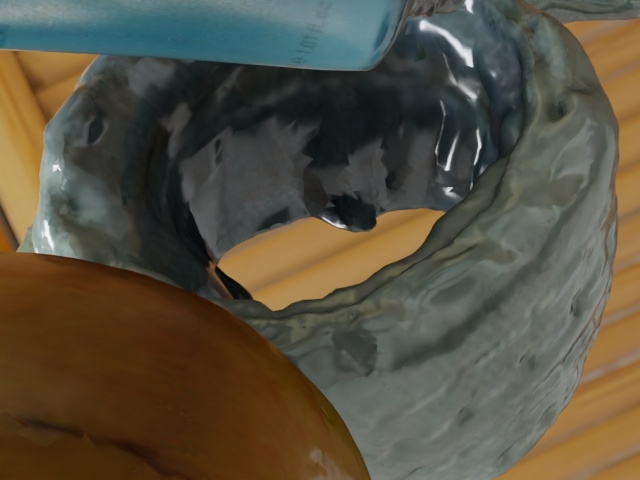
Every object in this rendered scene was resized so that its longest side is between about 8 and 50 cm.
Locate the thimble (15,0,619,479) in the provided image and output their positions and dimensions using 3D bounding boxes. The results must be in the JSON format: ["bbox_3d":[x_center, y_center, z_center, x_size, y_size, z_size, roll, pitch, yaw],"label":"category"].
[{"bbox_3d":[0.000,0.000,0.735,0.250,0.205,0.172,-17,147,-4],"label":"thimble"}]

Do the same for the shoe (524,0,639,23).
[{"bbox_3d":[0.072,-0.109,0.913,0.195,0.078,0.079,-2,-175,0],"label":"shoe"}]

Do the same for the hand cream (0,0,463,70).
[{"bbox_3d":[-0.073,-0.073,0.402,0.224,0.048,0.083,4,137,-16],"label":"hand cream"}]

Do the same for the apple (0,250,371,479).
[{"bbox_3d":[-0.096,0.135,0.512,0.233,0.286,0.286,-14,-172,12],"label":"apple"}]
